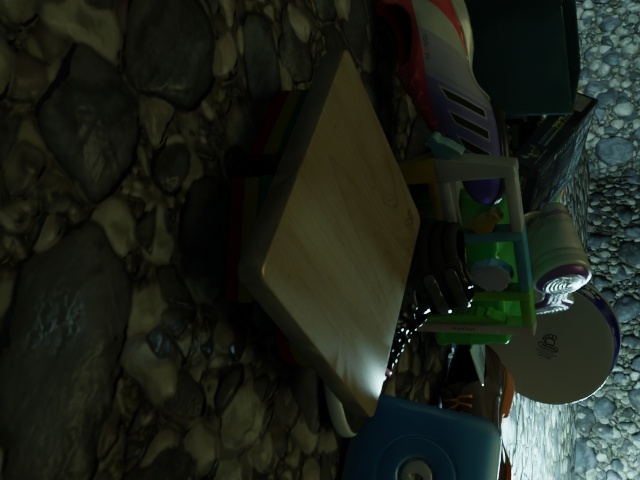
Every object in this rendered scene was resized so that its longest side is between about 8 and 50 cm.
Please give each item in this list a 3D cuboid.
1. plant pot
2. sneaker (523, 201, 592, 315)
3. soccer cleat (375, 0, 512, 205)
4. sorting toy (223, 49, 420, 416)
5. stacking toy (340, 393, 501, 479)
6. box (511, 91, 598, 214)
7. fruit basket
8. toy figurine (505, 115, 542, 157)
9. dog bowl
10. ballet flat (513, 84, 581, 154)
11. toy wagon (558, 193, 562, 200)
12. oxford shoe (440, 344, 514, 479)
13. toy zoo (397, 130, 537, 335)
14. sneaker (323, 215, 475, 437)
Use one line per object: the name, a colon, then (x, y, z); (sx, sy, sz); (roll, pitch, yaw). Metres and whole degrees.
plant pot: (0.266, -0.294, 1.018); (0.166, 0.234, 0.165); (-59, 139, -45)
sneaker: (0.380, 0.041, 1.134); (0.305, 0.114, 0.152); (90, -4, -67)
soccer cleat: (0.163, -0.192, 0.886); (0.108, 0.116, 0.318); (139, -61, -71)
sorting toy: (0.000, 0.000, 0.650); (0.257, 0.089, 0.255); (58, 40, -45)
stacking toy: (0.139, 0.309, 0.878); (0.302, 0.175, 0.166); (53, 49, -69)
box: (0.403, -0.131, 1.182); (0.232, 0.059, 0.183); (-44, 148, -28)
fruit basket: (0.238, 0.006, 1.090); (0.353, 0.165, 0.327); (-69, 149, -64)
toy figurine: (0.354, -0.232, 1.300); (0.209, 0.148, 0.213); (44, 49, -62)
dog bowl: (0.494, 0.209, 1.409); (0.104, 0.265, 0.265); (-14, 102, -60)
ballet flat: (0.548, -0.324, 1.624); (0.483, 0.182, 0.164); (-53, 133, -51)
toy wagon: (0.476, -0.057, 1.479); (0.267, 0.068, 0.344); (-57, 159, -10)
oxford shoe: (0.233, 0.310, 1.080); (0.133, 0.130, 0.364); (57, 32, -26)
toy zoo: (0.173, -0.004, 0.874); (0.030, 0.192, 0.293); (-51, 132, -52)
sneaker: (0.098, 0.088, 0.776); (0.104, 0.147, 0.296); (53, 45, -51)
